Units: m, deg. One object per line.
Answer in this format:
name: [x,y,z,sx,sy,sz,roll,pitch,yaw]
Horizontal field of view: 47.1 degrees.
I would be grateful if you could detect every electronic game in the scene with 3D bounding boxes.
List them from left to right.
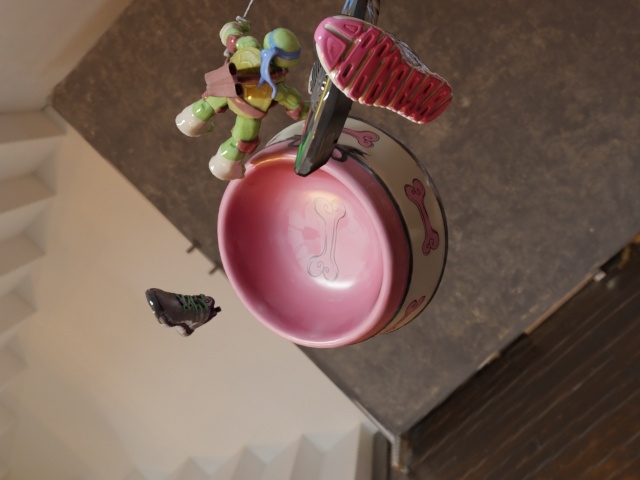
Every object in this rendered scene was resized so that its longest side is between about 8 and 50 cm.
electronic game: [0.013,-0.180,0.812,0.229,0.048,0.229,-163,90,-83]

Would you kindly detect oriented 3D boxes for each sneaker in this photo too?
sneaker: [-0.262,0.121,1.422,0.098,0.083,0.223,-28,-17,-1]
sneaker: [0.047,-0.160,0.666,0.170,0.075,0.063,15,-64,-45]

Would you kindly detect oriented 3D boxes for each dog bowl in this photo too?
dog bowl: [0.000,0.000,1.244,0.408,0.408,0.150,-41,-6,35]

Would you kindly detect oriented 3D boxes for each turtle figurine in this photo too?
turtle figurine: [-0.078,-0.230,1.098,0.266,0.198,0.274,-40,28,40]
